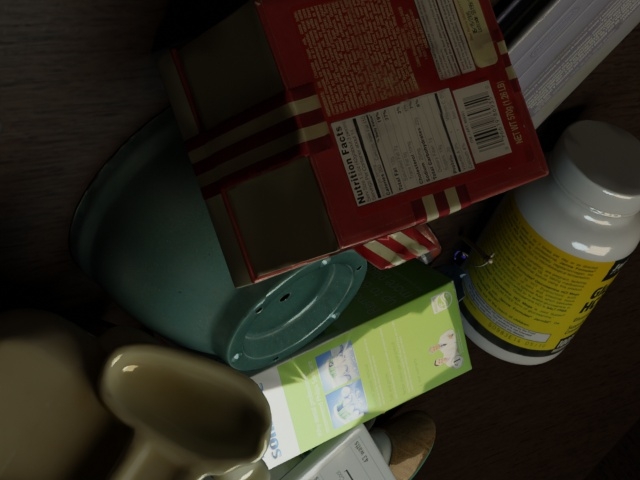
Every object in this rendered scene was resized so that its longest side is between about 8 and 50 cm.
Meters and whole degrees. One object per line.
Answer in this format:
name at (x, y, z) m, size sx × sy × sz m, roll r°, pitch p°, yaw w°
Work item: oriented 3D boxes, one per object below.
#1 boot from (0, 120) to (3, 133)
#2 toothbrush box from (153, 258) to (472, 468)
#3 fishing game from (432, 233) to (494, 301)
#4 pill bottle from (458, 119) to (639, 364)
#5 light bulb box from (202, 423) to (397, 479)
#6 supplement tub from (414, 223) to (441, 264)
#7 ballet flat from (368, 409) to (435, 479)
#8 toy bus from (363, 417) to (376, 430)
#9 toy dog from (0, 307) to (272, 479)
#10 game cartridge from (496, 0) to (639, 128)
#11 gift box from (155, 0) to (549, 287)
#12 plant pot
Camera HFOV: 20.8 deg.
boot at (-0.389, -0.098, 1.272) m, size 0.280 × 0.096 × 0.264 m, roll -26°, pitch 162°, yaw -13°
toothbrush box at (-0.011, 0.115, 1.917) m, size 0.283 × 0.206 × 0.122 m, roll -25°, pitch 118°, yaw -19°
fishing game at (0.142, 0.114, 2.354) m, size 0.264 × 0.041 × 0.189 m, roll -56°, pitch -163°, yaw 1°
pill bottle at (0.320, 0.001, 2.364) m, size 0.188 × 0.188 × 0.334 m, roll -20°, pitch 150°, yaw -39°
light bulb box at (-0.078, 0.383, 2.059) m, size 0.361 × 0.225 × 0.358 m, roll -40°, pitch 130°, yaw -13°
supplement tub at (0.042, 0.033, 2.104) m, size 0.198 × 0.106 × 0.106 m, roll -39°, pitch 157°, yaw -3°
ballet flat at (0.033, 0.386, 2.763) m, size 0.342 × 0.116 × 0.124 m, roll -42°, pitch 138°, yaw 15°
toy bus at (-0.036, 0.178, 2.210) m, size 0.220 × 0.149 × 0.211 m, roll -31°, pitch 148°, yaw -16°
toy dog at (-0.249, 0.207, 1.713) m, size 0.408 × 0.395 × 0.285 m, roll 131°, pitch -18°, yaw -86°
game cartridge at (0.274, -0.245, 2.018) m, size 0.355 × 0.068 × 0.230 m, roll -46°, pitch 160°, yaw 14°
gift box at (0.036, -0.101, 1.547) m, size 0.276 × 0.255 × 0.258 m, roll -14°, pitch 178°, yaw -28°
plant pot at (-0.076, 0.005, 1.755) m, size 0.293 × 0.196 × 0.293 m, roll -33°, pitch 157°, yaw -16°
